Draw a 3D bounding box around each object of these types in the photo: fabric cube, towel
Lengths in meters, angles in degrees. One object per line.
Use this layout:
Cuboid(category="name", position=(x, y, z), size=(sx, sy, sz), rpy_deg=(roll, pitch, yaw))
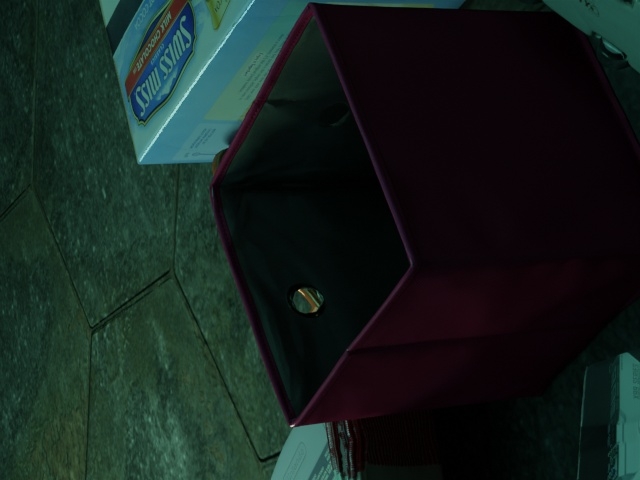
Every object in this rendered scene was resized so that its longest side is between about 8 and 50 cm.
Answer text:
Cuboid(category="fabric cube", position=(0.092, -0.022, 1.341), size=(0.259, 0.258, 0.254), rpy_deg=(-56, 46, 47))
Cuboid(category="towel", position=(0.078, 0.254, 1.467), size=(0.037, 0.237, 0.329), rpy_deg=(-14, 77, 21))

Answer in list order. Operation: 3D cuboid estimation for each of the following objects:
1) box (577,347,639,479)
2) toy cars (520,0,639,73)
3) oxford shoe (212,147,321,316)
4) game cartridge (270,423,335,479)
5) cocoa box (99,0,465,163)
Cuboid(category="box", position=(0.297, 0.160, 1.019), size=(0.307, 0.076, 0.242), rpy_deg=(-26, 46, 46))
Cuboid(category="toy cars", position=(0.267, -0.207, 1.175), size=(0.176, 0.087, 0.393), rpy_deg=(57, 162, -22))
Cuboid(category="oxford shoe", position=(0.000, 0.000, 1.622), size=(0.271, 0.097, 0.098), rpy_deg=(50, 123, 0))
Cuboid(category="game cartridge", position=(0.016, 0.291, 1.723), size=(0.297, 0.062, 0.198), rpy_deg=(114, 145, -40))
Cuboid(category="cocoa box", position=(-0.049, -0.250, 1.599), size=(0.347, 0.231, 0.228), rpy_deg=(-45, 54, 54))
